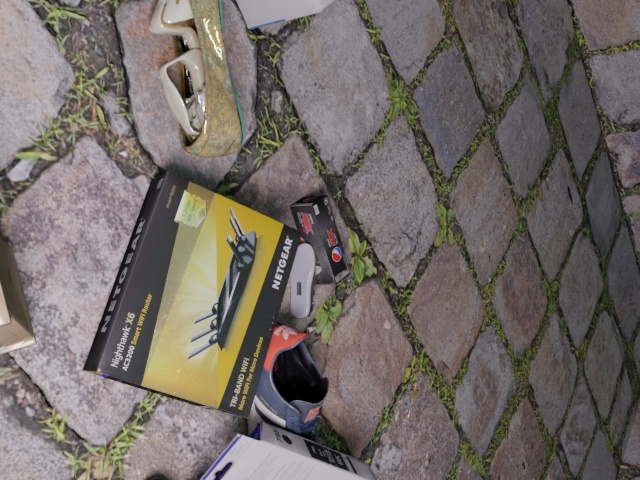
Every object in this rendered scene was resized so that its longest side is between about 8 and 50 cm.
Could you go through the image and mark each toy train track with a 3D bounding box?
[{"bbox_3d":[0.209,0.369,1.671,0.048,0.014,0.083,24,78,-55],"label":"toy train track"}]

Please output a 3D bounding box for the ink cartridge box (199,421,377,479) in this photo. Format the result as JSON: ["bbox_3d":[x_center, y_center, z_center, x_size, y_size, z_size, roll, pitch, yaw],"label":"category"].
[{"bbox_3d":[-0.067,0.409,1.218,0.332,0.065,0.165,33,103,-36],"label":"ink cartridge box"}]

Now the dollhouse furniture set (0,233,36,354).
[{"bbox_3d":[-0.506,0.037,0.785,0.303,0.198,0.287,-15,80,-18],"label":"dollhouse furniture set"}]

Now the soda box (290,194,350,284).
[{"bbox_3d":[0.000,0.000,1.383,0.053,0.060,0.169,-36,116,-45],"label":"soda box"}]

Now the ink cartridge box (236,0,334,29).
[{"bbox_3d":[-0.034,-0.505,1.255,0.233,0.171,0.168,-49,125,-38],"label":"ink cartridge box"}]

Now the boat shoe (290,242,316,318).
[{"bbox_3d":[-0.031,0.077,1.363,0.040,0.049,0.142,14,81,-68],"label":"boat shoe"}]

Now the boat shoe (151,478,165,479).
[{"bbox_3d":[-0.239,0.478,1.109,0.079,0.084,0.233,-31,111,-86],"label":"boat shoe"}]

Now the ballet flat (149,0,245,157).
[{"bbox_3d":[-0.201,-0.298,1.111,0.123,0.123,0.349,-23,108,-47],"label":"ballet flat"}]

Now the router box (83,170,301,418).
[{"bbox_3d":[-0.184,0.086,1.095,0.242,0.081,0.309,24,71,-27],"label":"router box"}]

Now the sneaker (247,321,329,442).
[{"bbox_3d":[-0.044,0.307,1.265,0.131,0.148,0.350,-34,115,-45],"label":"sneaker"}]
